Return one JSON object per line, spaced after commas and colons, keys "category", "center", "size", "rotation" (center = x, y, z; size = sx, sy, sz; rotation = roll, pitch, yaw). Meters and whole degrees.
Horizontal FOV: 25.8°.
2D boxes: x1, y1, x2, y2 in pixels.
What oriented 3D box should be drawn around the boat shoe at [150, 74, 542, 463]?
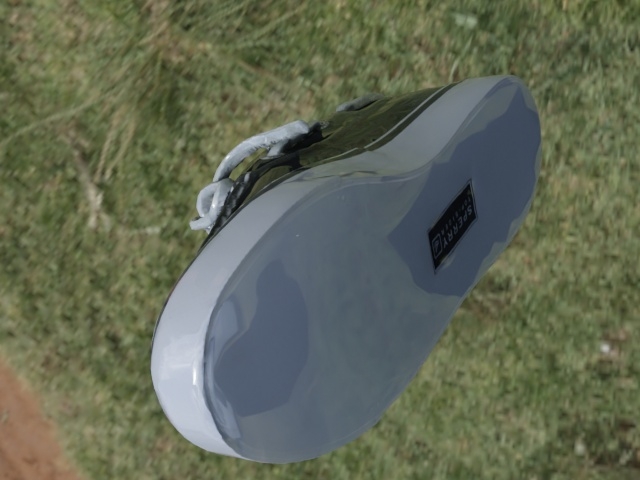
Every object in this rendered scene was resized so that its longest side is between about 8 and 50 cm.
{"category": "boat shoe", "center": [-0.001, -0.004, 0.625], "size": [0.105, 0.306, 0.113], "rotation": [2, 119, 30]}
